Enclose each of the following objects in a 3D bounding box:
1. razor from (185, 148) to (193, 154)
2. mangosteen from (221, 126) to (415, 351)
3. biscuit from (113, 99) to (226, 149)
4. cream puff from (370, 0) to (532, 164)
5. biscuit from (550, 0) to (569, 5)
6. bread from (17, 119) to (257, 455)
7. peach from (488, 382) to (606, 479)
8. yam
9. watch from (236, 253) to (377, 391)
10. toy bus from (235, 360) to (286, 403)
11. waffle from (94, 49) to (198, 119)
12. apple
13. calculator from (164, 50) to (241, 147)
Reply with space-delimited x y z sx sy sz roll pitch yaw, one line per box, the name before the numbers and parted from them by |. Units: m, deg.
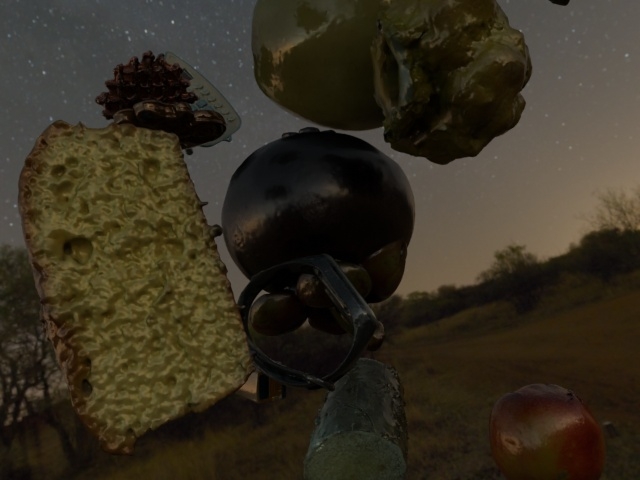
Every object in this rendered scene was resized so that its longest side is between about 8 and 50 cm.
razor | -0.441 -0.339 1.517 0.106 0.068 0.232 17 -20 11
mangosteen | 0.000 0.000 0.970 0.382 0.434 0.382 -5 -6 -1
biscuit | -0.202 -0.149 0.669 0.124 0.026 0.175 -16 -4 19
cream puff | 0.157 -0.230 0.718 0.185 0.282 0.282 -38 -4 -25
biscuit | 0.639 -0.727 1.160 0.322 0.099 0.038 -64 0 34
bread | -0.210 0.045 0.560 0.194 0.340 0.179 -17 -8 -20
peach | 0.472 0.418 1.035 0.231 0.231 0.231 -18 -12 -4
yam | 0.101 0.474 1.266 0.241 0.241 0.348 -23 16 20
watch | -0.027 0.125 0.729 0.193 0.206 0.068 -35 -28 -2
toy bus | -0.174 0.349 1.248 0.103 0.091 0.182 0 0 -41
waffle | -0.441 -0.365 1.271 0.234 0.055 0.221 -48 -51 3
apple | 0.058 -0.500 1.233 0.474 0.473 0.473 -18 -12 -4
calculator | -0.441 -0.460 1.643 0.256 0.386 0.054 -46 -3 -41
